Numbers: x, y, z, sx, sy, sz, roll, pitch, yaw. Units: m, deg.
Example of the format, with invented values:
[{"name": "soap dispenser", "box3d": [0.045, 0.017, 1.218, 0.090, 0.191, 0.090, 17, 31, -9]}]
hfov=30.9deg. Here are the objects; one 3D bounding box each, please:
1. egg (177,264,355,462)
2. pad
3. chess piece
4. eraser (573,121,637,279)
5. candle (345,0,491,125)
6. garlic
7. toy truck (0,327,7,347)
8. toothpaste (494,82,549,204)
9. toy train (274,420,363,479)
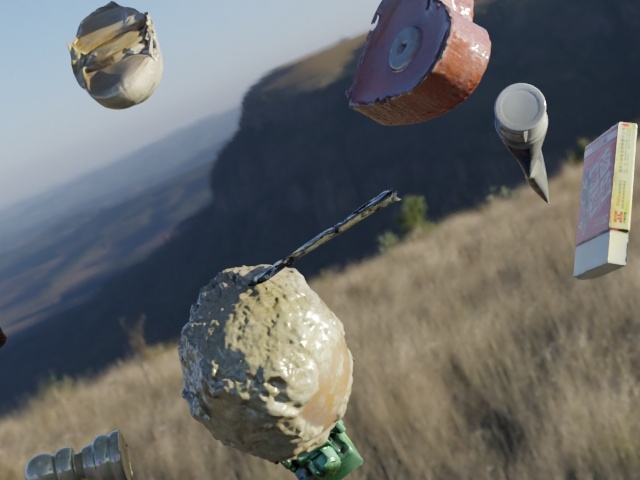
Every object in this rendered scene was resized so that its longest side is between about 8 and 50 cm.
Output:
[{"name": "egg", "box3d": [-0.082, 0.187, 1.774, 0.279, 0.310, 0.279, -17, -33, -12]}, {"name": "pad", "box3d": [0.000, -0.001, 1.654, 0.233, 0.022, 0.174, -32, 1, -8]}, {"name": "chess piece", "box3d": [-0.407, 0.382, 1.934, 0.170, 0.094, 0.094, -14, 5, -3]}, {"name": "eraser", "box3d": [0.457, -0.060, 1.865, 0.038, 0.230, 0.157, 8, -11, -6]}, {"name": "candle", "box3d": [0.174, -0.316, 2.061, 0.287, 0.131, 0.317, -48, 30, 24]}, {"name": "garlic", "box3d": [-0.379, -0.342, 2.251, 0.178, 0.229, 0.143, -22, -36, 9]}, {"name": "toy truck", "box3d": [-0.681, 0.067, 1.948, 0.181, 0.254, 0.405, -34, -30, -25]}, {"name": "toothpaste", "box3d": [0.252, -0.118, 1.407, 0.061, 0.096, 0.266, -18, -17, 10]}, {"name": "toy train", "box3d": [-0.042, 0.362, 2.332, 0.167, 0.299, 0.238, -36, -33, -1]}]
